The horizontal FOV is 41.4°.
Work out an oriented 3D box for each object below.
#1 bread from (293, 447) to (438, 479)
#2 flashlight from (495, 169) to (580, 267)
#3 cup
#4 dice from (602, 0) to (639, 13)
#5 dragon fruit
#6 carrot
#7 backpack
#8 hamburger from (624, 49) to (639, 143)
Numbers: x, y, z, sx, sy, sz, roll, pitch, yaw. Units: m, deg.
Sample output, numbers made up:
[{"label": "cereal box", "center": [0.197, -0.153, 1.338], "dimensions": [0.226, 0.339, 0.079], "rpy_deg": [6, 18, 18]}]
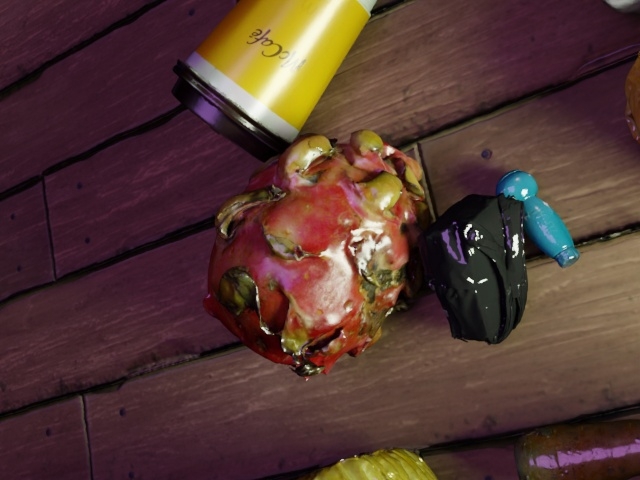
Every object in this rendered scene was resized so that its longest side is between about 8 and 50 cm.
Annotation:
[{"label": "bread", "center": [0.030, 0.334, 0.951], "dimensions": [0.227, 0.253, 0.142], "rpy_deg": [-45, 61, 15]}, {"label": "flashlight", "center": [0.249, -0.025, 0.976], "dimensions": [0.051, 0.051, 0.129], "rpy_deg": [-41, 64, 21]}, {"label": "cup", "center": [-0.056, -0.249, 1.118], "dimensions": [0.196, 0.196, 0.279], "rpy_deg": [42, 97, 28]}, {"label": "dice", "center": [0.342, -0.413, 0.838], "dimensions": [0.270, 0.270, 0.271], "rpy_deg": [-30, 70, 24]}, {"label": "dragon fruit", "center": [0.000, 0.000, 1.011], "dimensions": [0.250, 0.269, 0.291], "rpy_deg": [42, 109, 18]}, {"label": "carrot", "center": [0.351, 0.218, 0.885], "dimensions": [0.298, 0.078, 0.078], "rpy_deg": [-12, 78, 24]}, {"label": "backpack", "center": [0.174, 0.035, 0.962], "dimensions": [0.106, 0.120, 0.165], "rpy_deg": [9, 117, 38]}, {"label": "hamburger", "center": [0.418, -0.154, 0.825], "dimensions": [0.244, 0.163, 0.244], "rpy_deg": [-4, 83, 33]}]
